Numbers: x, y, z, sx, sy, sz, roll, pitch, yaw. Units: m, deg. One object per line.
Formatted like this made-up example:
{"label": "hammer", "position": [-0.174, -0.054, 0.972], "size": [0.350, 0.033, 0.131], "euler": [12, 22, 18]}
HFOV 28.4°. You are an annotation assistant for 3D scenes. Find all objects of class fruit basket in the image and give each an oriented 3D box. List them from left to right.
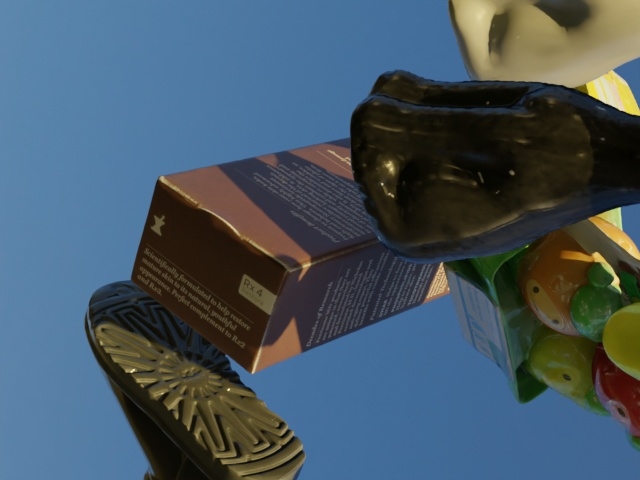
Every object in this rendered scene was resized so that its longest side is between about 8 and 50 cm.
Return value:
{"label": "fruit basket", "position": [0.264, 0.100, 1.185], "size": [0.165, 0.327, 0.353], "euler": [-30, -131, -8]}

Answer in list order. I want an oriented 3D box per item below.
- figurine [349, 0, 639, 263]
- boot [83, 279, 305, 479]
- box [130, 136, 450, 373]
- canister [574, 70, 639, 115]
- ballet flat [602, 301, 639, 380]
{"label": "figurine", "position": [0.151, -0.078, 0.594], "size": [0.210, 0.092, 0.215], "euler": [1, -139, 31]}
{"label": "boot", "position": [-0.213, 0.324, 1.541], "size": [0.367, 0.146, 0.445], "euler": [47, -48, 36]}
{"label": "box", "position": [0.000, 0.000, 1.400], "size": [0.191, 0.381, 0.143], "euler": [35, -61, 28]}
{"label": "canister", "position": [0.271, -0.142, 1.311], "size": [0.073, 0.170, 0.126], "euler": [-28, -118, 27]}
{"label": "ballet flat", "position": [0.318, 0.090, 0.928], "size": [0.231, 0.077, 0.077], "euler": [19, -99, 23]}
